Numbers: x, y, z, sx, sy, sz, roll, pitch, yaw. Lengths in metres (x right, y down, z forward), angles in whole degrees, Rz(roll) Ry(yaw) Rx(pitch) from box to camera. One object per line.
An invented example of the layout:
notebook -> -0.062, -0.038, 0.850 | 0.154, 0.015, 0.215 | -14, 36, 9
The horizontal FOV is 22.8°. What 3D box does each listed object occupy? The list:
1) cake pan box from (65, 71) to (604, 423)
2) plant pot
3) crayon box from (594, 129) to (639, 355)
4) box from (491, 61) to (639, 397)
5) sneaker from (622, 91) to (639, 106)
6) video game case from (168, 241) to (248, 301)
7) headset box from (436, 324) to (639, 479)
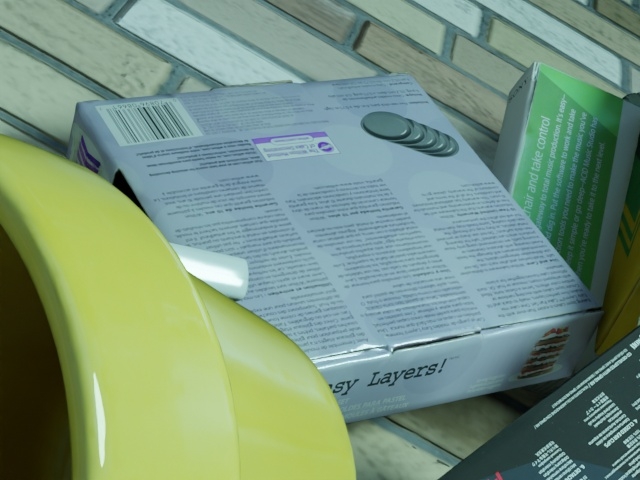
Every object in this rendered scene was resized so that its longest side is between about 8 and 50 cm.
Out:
cake pan box -> 0.000, 0.000, 0.968 | 0.267, 0.070, 0.246 | -9, 44, -32
plant pot -> -0.111, 0.094, 0.601 | 0.254, 0.254, 0.239 | 48, 17, 28
crayon box -> 0.291, 0.016, 1.001 | 0.202, 0.081, 0.318 | 24, 41, 1
box -> 0.262, 0.035, 1.126 | 0.322, 0.058, 0.232 | 24, 59, -12
sneaker -> 0.249, -0.053, 1.335 | 0.130, 0.109, 0.286 | 50, 34, 19
video game case -> -0.165, 0.013, 0.748 | 0.201, 0.183, 0.023 | 13, 72, -32
headset box -> 0.173, 0.209, 0.732 | 0.218, 0.110, 0.293 | -31, 72, -37
